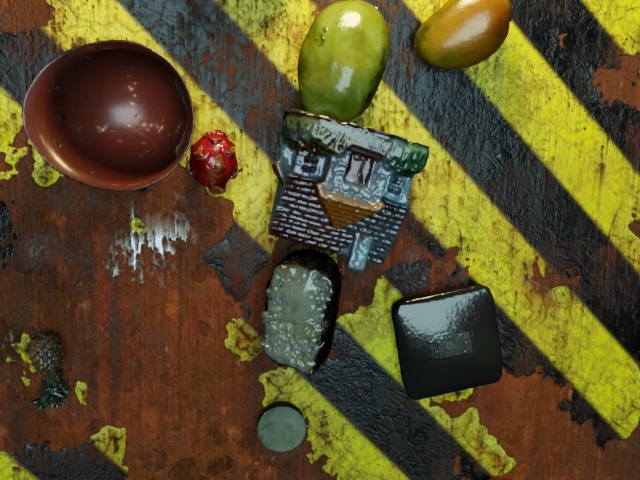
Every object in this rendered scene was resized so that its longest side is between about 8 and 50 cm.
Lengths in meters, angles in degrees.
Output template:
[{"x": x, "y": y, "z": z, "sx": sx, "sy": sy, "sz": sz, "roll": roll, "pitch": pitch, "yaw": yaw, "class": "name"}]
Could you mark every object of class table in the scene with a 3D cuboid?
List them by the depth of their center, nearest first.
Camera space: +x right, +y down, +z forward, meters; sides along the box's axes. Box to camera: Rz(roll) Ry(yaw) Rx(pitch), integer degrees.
[{"x": -0.109, "y": 0.513, "z": 2.060, "sx": 0.134, "sy": 0.043, "sz": 0.133, "roll": -1, "pitch": 100, "yaw": -6, "class": "table"}]

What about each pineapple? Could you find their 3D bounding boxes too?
[{"x": -0.712, "y": 0.334, "z": 1.933, "sx": 0.083, "sy": 0.103, "sz": 0.221, "roll": 1, "pitch": 103, "yaw": 27, "class": "pineapple"}]

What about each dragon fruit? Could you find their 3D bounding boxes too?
[{"x": -0.272, "y": -0.192, "z": 1.871, "sx": 0.133, "sy": 0.136, "sz": 0.165, "roll": -16, "pitch": 125, "yaw": -28, "class": "dragon fruit"}]

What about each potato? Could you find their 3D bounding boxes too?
[{"x": 0.055, "y": -0.435, "z": 1.815, "sx": 0.216, "sy": 0.216, "sz": 0.304, "roll": 10, "pitch": 88, "yaw": -8, "class": "potato"}]

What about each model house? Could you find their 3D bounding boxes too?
[{"x": 0.035, "y": -0.110, "z": 1.823, "sx": 0.360, "sy": 0.297, "sz": 0.338, "roll": 15, "pitch": 94, "yaw": -11, "class": "model house"}]

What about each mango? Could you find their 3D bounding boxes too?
[{"x": 0.368, "y": -0.527, "z": 1.880, "sx": 0.254, "sy": 0.139, "sz": 0.175, "roll": -41, "pitch": 89, "yaw": 10, "class": "mango"}]

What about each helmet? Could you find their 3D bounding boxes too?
[{"x": -0.472, "y": -0.294, "z": 1.776, "sx": 0.385, "sy": 0.230, "sz": 0.337, "roll": -4, "pitch": 100, "yaw": 3, "class": "helmet"}]

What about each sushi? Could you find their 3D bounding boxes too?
[{"x": -0.049, "y": 0.168, "z": 1.930, "sx": 0.197, "sy": 0.182, "sz": 0.343, "roll": 10, "pitch": 107, "yaw": 6, "class": "sushi"}]

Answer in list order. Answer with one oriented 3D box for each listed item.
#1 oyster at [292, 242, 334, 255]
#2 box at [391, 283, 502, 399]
[{"x": 0.003, "y": -0.007, "z": 1.976, "sx": 0.177, "sy": 0.056, "sz": 0.105, "roll": -43, "pitch": 94, "yaw": 7, "class": "oyster"}, {"x": 0.350, "y": 0.278, "z": 2.056, "sx": 0.289, "sy": 0.073, "sz": 0.289, "roll": -12, "pitch": 102, "yaw": -4, "class": "box"}]
